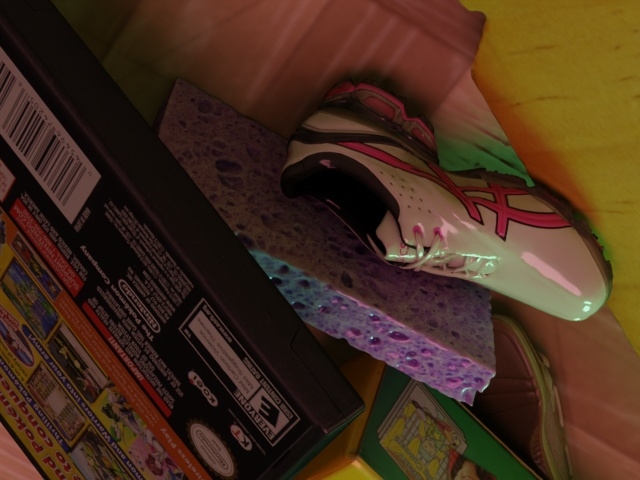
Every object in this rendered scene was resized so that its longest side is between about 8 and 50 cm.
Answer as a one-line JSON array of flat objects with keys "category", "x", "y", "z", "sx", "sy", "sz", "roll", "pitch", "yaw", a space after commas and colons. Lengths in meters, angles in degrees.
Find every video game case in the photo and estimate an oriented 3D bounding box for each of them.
[{"category": "video game case", "x": -0.120, "y": 0.034, "z": 0.979, "sx": 0.275, "sy": 0.035, "sz": 0.248, "roll": 51, "pitch": 142, "yaw": 9}]

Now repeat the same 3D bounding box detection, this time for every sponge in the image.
[{"category": "sponge", "x": 0.000, "y": 0.000, "z": 1.017, "sx": 0.210, "sy": 0.117, "sz": 0.031, "roll": 28, "pitch": 120, "yaw": -12}]

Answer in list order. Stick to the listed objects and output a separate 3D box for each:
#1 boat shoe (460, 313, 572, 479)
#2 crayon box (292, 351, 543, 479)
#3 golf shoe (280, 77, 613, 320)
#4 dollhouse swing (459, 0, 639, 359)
[{"category": "boat shoe", "x": 0.118, "y": 0.104, "z": 1.121, "sx": 0.056, "sy": 0.048, "sz": 0.153, "roll": -10, "pitch": 115, "yaw": 27}, {"category": "crayon box", "x": 0.043, "y": 0.263, "z": 1.164, "sx": 0.313, "sy": 0.106, "sz": 0.363, "roll": -32, "pitch": 115, "yaw": 34}, {"category": "golf shoe", "x": 0.063, "y": -0.005, "z": 1.000, "sx": 0.186, "sy": 0.086, "sz": 0.067, "roll": 31, "pitch": 141, "yaw": 6}, {"category": "dollhouse swing", "x": 0.315, "y": -0.094, "z": 0.956, "sx": 0.315, "sy": 0.305, "sz": 0.347, "roll": 7, "pitch": 137, "yaw": 54}]
